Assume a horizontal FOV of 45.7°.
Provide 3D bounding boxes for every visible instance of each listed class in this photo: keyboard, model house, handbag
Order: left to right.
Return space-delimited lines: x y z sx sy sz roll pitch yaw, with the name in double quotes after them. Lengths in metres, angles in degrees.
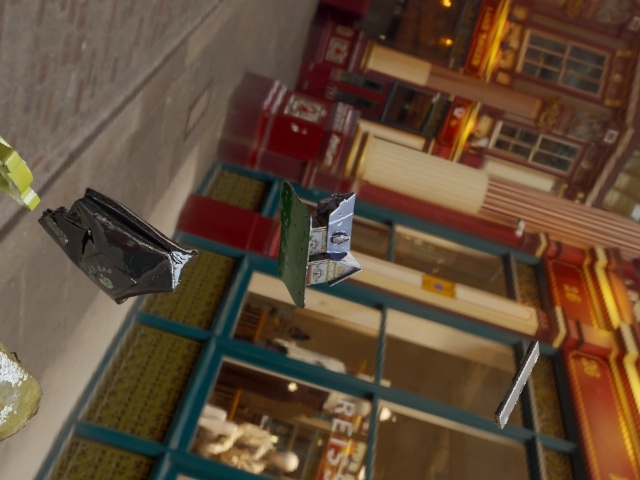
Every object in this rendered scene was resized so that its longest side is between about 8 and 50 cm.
-0.463 0.011 1.684 0.342 0.288 0.152 -16 -142 50 "handbag"
0.000 0.000 1.061 0.117 0.088 0.166 -129 -144 -54 "model house"
0.352 0.257 1.364 0.165 0.017 0.055 -55 145 -24 "keyboard"

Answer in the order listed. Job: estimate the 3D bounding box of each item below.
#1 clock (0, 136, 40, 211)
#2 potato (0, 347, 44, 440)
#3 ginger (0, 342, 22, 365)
-0.556 -0.175 1.167 0.071 0.294 0.277 -57 -173 -19 "clock"
-0.350 0.097 0.599 0.100 0.261 0.120 -34 -154 51 "potato"
-0.421 0.138 0.750 0.267 0.152 0.137 -23 111 -53 "ginger"
